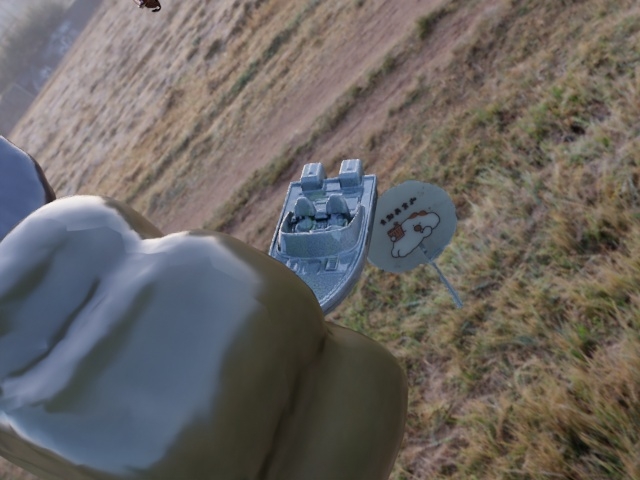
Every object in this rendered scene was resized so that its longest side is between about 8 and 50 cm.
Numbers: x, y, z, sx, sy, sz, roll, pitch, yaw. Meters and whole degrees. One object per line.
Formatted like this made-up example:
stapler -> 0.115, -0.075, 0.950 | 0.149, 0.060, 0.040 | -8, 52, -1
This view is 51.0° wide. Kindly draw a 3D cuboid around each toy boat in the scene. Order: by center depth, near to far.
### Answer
toy boat -> 0.000, 0.000, 0.951 | 0.141, 0.092, 0.319 | -4, 41, 15

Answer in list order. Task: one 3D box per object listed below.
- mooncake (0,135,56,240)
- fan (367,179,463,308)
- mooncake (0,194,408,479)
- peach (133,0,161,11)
mooncake -> -0.474, -0.011, 0.837 | 0.141, 0.283, 0.283 | 120, 164, -48
fan -> 0.198, 0.023, 1.266 | 0.191, 0.329, 0.009 | -37, 31, 4
mooncake -> -0.151, 0.158, 0.695 | 0.467, 0.467, 0.262 | -9, 46, 52
peach -> -0.203, -0.426, 0.948 | 0.190, 0.196, 0.226 | 2, 77, 9
